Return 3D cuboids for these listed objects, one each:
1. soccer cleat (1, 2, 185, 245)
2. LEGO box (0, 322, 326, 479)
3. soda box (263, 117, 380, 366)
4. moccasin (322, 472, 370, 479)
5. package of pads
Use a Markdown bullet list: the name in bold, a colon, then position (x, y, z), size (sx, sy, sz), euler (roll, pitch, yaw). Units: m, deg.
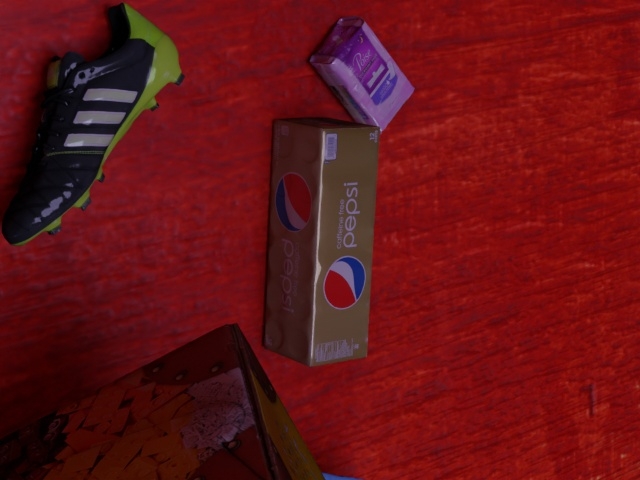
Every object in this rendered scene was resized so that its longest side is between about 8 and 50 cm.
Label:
- **soccer cleat**: position (-0.161, -0.077, 0.867), size (0.072, 0.060, 0.179), euler (45, 65, -27)
- **LEGO box**: position (-0.099, 0.358, 0.816), size (0.372, 0.193, 0.500), euler (-27, 116, 1)
- **soda box**: position (0.000, 0.000, 1.008), size (0.058, 0.061, 0.181), euler (-5, 104, -39)
- **moccasin**: position (-0.065, 0.218, 0.948), size (0.342, 0.137, 0.117), euler (15, 69, -40)
- **package of pads**: position (0.033, -0.127, 1.025), size (0.050, 0.032, 0.083), euler (-55, 128, -19)
